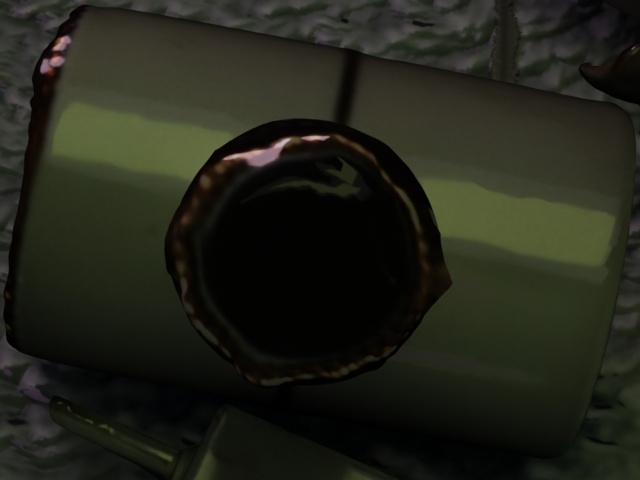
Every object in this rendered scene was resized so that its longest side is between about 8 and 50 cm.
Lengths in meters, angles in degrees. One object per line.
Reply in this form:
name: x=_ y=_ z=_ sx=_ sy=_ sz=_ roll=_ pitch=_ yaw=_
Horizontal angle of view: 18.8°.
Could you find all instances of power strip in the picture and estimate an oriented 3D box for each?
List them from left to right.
power strip: x=-0.014 y=0.094 z=0.647 sx=0.175 sy=0.075 sz=0.042 roll=24 pitch=65 yaw=6

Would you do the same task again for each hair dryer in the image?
hair dryer: x=0.000 y=0.000 z=0.552 sx=0.203 sy=0.362 sz=0.128 roll=12 pitch=92 yaw=-1

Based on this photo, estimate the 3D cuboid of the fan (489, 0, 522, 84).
fan: x=0.081 y=-0.152 z=0.823 sx=0.190 sy=0.009 sz=0.329 roll=7 pitch=62 yaw=-3

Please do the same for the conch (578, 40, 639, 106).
conch: x=0.203 y=-0.048 z=0.722 sx=0.232 sy=0.086 sz=0.080 roll=-7 pitch=75 yaw=-48

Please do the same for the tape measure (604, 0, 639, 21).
tape measure: x=0.171 y=-0.175 z=0.784 sx=0.236 sy=0.120 sz=0.197 roll=-7 pitch=72 yaw=-14
